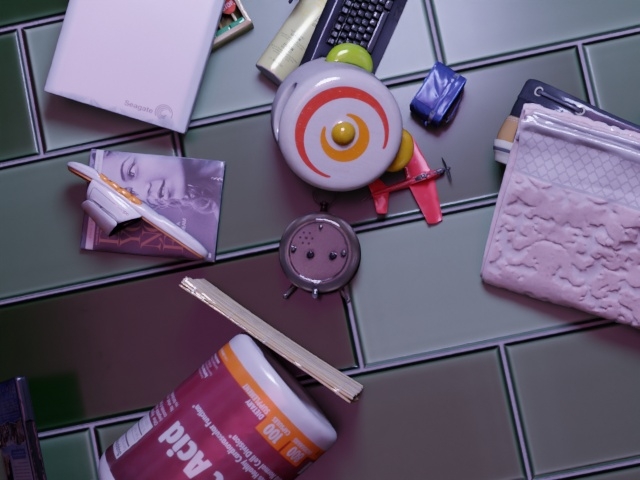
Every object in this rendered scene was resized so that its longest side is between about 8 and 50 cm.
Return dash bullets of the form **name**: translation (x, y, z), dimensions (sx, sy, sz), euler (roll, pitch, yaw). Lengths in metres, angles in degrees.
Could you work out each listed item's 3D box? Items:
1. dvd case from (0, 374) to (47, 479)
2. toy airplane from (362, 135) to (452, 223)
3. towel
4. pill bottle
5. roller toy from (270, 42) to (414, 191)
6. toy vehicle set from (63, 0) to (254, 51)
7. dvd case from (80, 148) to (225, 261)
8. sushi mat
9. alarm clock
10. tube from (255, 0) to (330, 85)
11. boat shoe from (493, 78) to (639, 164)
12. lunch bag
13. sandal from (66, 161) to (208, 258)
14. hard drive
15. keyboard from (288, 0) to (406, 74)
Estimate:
- **dvd case**: translation (-0.457, 0.339, 1.842), dimensions (0.022, 0.180, 0.253), euler (-9, 84, -29)
- **toy airplane**: translation (0.136, -0.092, 1.905), dimensions (0.151, 0.028, 0.151), euler (0, 84, 4)
- **towel**: translation (0.420, -0.019, 1.762), dimensions (0.332, 0.053, 0.317), euler (17, 127, 15)
- **pill bottle**: translation (-0.188, 0.343, 1.792), dimensions (0.392, 0.224, 0.224), euler (-42, 84, 0)
- **roller toy**: translation (0.025, -0.175, 1.833), dimensions (0.191, 0.146, 0.209), euler (-28, 111, 0)
- **toy vehicle set**: translation (-0.262, -0.355, 1.949), dimensions (0.267, 0.035, 0.166), euler (-30, 84, 1)
- **dvd case**: translation (-0.271, -0.057, 1.934), dimensions (0.221, 0.018, 0.164), euler (5, 86, 4)
- **sushi mat**: translation (-0.070, 0.151, 1.837), dimensions (0.316, 0.151, 0.019), euler (34, 92, 6)
- **alarm clock**: translation (0.000, 0.000, 1.892), dimensions (0.129, 0.064, 0.192), euler (3, 82, 4)
- **tube**: translation (-0.012, -0.359, 1.924), dimensions (0.240, 0.062, 0.070), euler (-53, 129, -7)
- **boat shoe**: translation (0.517, -0.134, 1.810), dimensions (0.500, 0.187, 0.156), euler (14, 92, 10)
- **lunch bag**: translation (0.187, -0.225, 1.893), dimensions (0.065, 0.067, 0.098), euler (31, 89, 6)
- **sandal**: translation (-0.301, -0.031, 1.873), dimensions (0.265, 0.102, 0.076), euler (34, 85, 4)
- **hard drive**: translation (-0.275, -0.370, 1.889), dimensions (0.233, 0.047, 0.353), euler (17, 95, -3)
- **keyboard**: translation (0.048, -0.404, 1.896), dimensions (0.201, 0.033, 0.317), euler (24, 86, -21)
